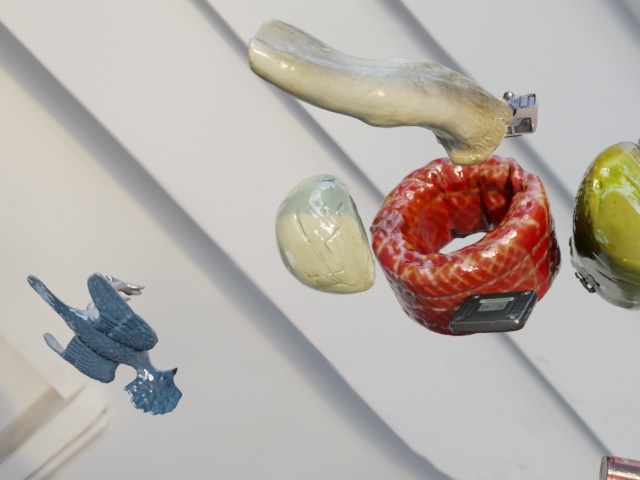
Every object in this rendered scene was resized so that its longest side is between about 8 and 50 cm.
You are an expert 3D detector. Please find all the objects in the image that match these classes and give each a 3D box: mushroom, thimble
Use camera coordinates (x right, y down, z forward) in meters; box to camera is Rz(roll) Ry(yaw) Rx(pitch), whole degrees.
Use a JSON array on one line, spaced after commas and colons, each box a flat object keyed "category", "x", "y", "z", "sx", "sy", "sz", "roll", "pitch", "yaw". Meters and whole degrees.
[{"category": "mushroom", "x": 0.040, "y": -0.102, "z": 0.539, "sx": 0.054, "sy": 0.202, "sz": 0.059, "roll": -55, "pitch": 33, "yaw": 40}, {"category": "thimble", "x": 0.279, "y": 0.003, "z": 1.522, "sx": 0.350, "sy": 0.230, "sz": 0.350, "roll": -14, "pitch": 45, "yaw": 15}]

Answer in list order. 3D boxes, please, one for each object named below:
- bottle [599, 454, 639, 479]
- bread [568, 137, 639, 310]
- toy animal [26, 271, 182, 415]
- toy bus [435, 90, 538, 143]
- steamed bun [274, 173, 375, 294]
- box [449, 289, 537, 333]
[{"category": "bottle", "x": 0.542, "y": 0.391, "z": 1.267, "sx": 0.060, "sy": 0.164, "sz": 0.060, "roll": 8, "pitch": -90, "yaw": -82}, {"category": "bread", "x": 0.554, "y": -0.024, "z": 1.389, "sx": 0.376, "sy": 0.209, "sz": 0.251, "roll": 46, "pitch": -129, "yaw": -68}, {"category": "toy animal", "x": -0.301, "y": 0.134, "z": 1.106, "sx": 0.239, "sy": 0.256, "sz": 0.176, "roll": -44, "pitch": 32, "yaw": 41}, {"category": "toy bus", "x": 0.206, "y": -0.151, "z": 0.977, "sx": 0.131, "sy": 0.052, "sz": 0.037, "roll": -4, "pitch": 41, "yaw": 21}, {"category": "steamed bun", "x": 0.000, "y": 0.000, "z": 0.808, "sx": 0.091, "sy": 0.129, "sz": 0.112, "roll": -20, "pitch": 21, "yaw": 7}, {"category": "box", "x": 0.286, "y": 0.117, "z": 1.292, "sx": 0.126, "sy": 0.026, "sz": 0.125, "roll": -6, "pitch": 17, "yaw": 30}]
